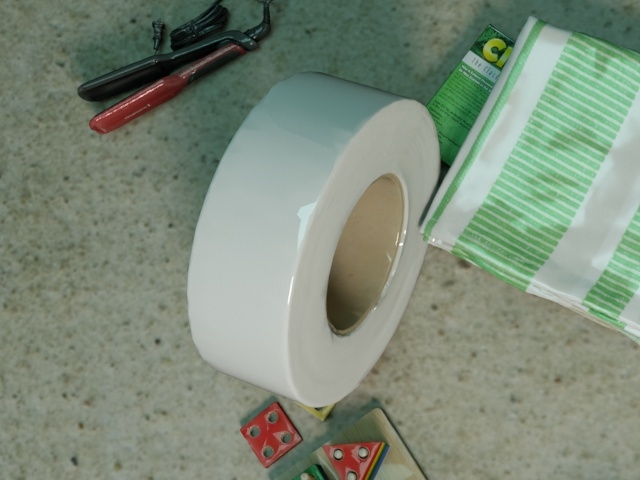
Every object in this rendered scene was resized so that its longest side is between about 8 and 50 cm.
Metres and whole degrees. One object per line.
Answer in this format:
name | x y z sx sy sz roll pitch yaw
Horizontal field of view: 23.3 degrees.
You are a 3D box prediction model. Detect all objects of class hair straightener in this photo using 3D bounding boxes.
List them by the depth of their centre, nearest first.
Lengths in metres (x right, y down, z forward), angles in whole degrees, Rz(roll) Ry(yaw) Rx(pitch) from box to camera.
hair straightener | -0.149 -0.200 1.587 0.230 0.047 0.089 -29 69 12

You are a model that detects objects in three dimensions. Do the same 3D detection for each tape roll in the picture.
tape roll | 0.000 0.000 1.358 0.100 0.286 0.286 18 84 23

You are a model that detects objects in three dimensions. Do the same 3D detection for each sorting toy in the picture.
sorting toy | 0.027 0.234 1.420 0.132 0.046 0.274 -36 68 9

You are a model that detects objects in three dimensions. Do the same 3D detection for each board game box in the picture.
board game box | 0.216 -0.078 1.434 0.260 0.030 0.136 39 95 24

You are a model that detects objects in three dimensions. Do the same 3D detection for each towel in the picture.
towel | 0.276 -0.041 1.368 0.325 0.038 0.247 26 86 24
